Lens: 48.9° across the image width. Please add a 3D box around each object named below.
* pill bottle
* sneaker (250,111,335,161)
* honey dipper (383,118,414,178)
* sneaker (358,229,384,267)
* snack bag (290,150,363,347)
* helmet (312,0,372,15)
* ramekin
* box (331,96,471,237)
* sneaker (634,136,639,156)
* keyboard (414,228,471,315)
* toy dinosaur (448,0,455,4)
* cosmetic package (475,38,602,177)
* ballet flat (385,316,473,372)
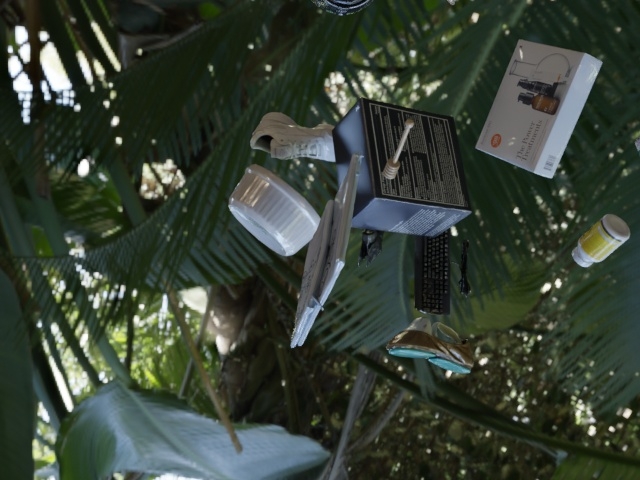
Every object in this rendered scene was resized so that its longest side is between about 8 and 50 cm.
[{"bbox_3d":[0.909,0.006,2.296,0.103,0.184,0.103,15,-132,-18],"label":"pill bottle"},{"bbox_3d":[-0.056,-0.264,1.990,0.304,0.114,0.152,16,-134,20],"label":"sneaker"},{"bbox_3d":[0.167,-0.193,1.487,0.030,0.161,0.031,7,-127,-9],"label":"honey dipper"},{"bbox_3d":[0.146,-0.003,1.919,0.051,0.089,0.170,7,-150,25],"label":"sneaker"},{"bbox_3d":[0.009,0.023,1.536,0.037,0.343,0.323,17,-129,-7],"label":"snack bag"},{"bbox_3d":[0.039,-0.483,1.224,0.169,0.170,0.162,9,-154,-10],"label":"helmet"},{"bbox_3d":[-0.131,-0.072,1.925,0.272,0.273,0.127,33,-103,28],"label":"ramekin"},{"bbox_3d":[0.204,-0.185,1.844,0.293,0.182,0.297,7,-116,-27],"label":"box"},{"bbox_3d":[0.956,-0.264,1.894,0.108,0.302,0.121,-18,-101,0],"label":"sneaker"},{"bbox_3d":[0.360,0.058,2.036,0.201,0.318,0.033,7,170,-27],"label":"keyboard"},{"bbox_3d":[0.335,-0.716,1.735,0.295,0.127,0.200,-31,-120,7],"label":"toy dinosaur"},{"bbox_3d":[0.678,-0.421,2.223,0.097,0.378,0.284,12,-165,-31],"label":"cosmetic package"},{"bbox_3d":[0.315,0.288,1.998,0.342,0.116,0.124,20,-113,-34],"label":"ballet flat"}]
